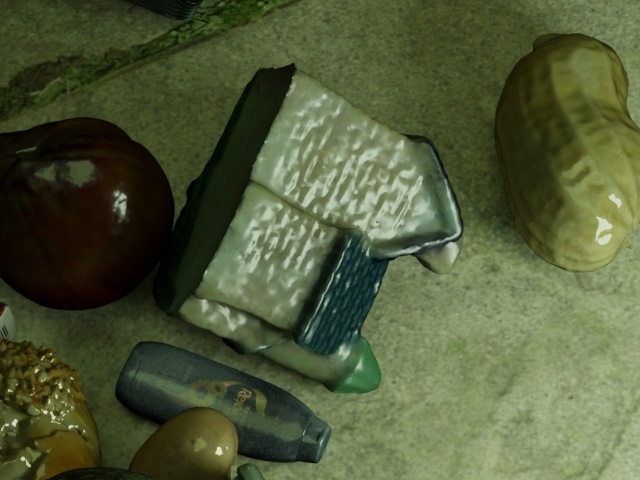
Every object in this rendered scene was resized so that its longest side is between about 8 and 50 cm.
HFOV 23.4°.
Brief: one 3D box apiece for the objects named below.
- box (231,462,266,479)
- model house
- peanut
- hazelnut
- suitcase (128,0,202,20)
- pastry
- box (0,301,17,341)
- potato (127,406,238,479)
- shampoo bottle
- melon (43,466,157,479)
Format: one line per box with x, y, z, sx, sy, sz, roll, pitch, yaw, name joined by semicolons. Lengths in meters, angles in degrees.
-0.044;0.344;1.516;0.130;0.162;0.227;-30;63;-5;box
0.001;-0.001;1.699;0.284;0.243;0.298;26;87;-13;model house
0.288;-0.114;1.788;0.174;0.158;0.340;-20;55;13;peanut
-0.289;-0.038;1.710;0.251;0.217;0.217;21;59;36;hazelnut
-0.252;-0.410;1.895;0.312;0.202;0.128;23;53;-13;suitcase
-0.335;0.235;1.544;0.255;0.162;0.311;-3;70;-23;pastry
-0.506;0.189;1.665;0.214;0.069;0.353;19;59;12;box
-0.139;0.237;1.593;0.112;0.147;0.112;24;33;-16;potato
-0.104;0.180;1.673;0.234;0.049;0.087;20;65;12;shampoo bottle
-0.200;0.358;1.377;0.248;0.329;0.248;5;23;-2;melon
